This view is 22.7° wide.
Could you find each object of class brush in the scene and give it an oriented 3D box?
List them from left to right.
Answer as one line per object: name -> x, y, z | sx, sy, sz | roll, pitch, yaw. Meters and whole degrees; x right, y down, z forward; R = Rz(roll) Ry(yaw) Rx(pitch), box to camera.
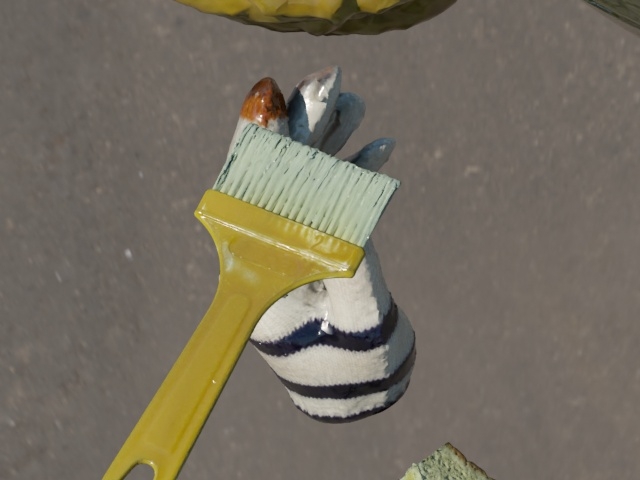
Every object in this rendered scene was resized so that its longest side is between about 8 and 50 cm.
brush -> -0.042, 0.039, 0.720 | 0.083, 0.011, 0.205 | 22, 63, 13

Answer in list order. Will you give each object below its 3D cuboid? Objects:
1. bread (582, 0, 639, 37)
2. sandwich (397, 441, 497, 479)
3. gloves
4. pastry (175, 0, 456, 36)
bread -> 0.225, -0.125, 0.806 | 0.212, 0.224, 0.142 | 29, 101, 21
sandwich -> 0.088, 0.194, 1.073 | 0.093, 0.036, 0.105 | 34, 43, -16
gloves -> -0.013, 0.002, 0.976 | 0.131, 0.218, 0.140 | -17, 30, 19
pastry -> -0.001, -0.180, 0.440 | 0.235, 0.240, 0.132 | -33, 27, 13
